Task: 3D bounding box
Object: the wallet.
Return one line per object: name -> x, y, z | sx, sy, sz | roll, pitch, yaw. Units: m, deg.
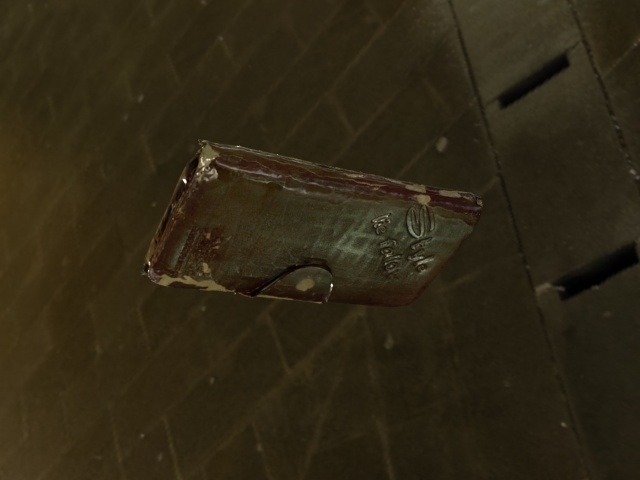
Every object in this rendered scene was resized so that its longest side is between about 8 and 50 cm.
wallet -> 0.000, 0.000, 0.597 | 0.122, 0.232, 0.031 | -59, 40, 33
